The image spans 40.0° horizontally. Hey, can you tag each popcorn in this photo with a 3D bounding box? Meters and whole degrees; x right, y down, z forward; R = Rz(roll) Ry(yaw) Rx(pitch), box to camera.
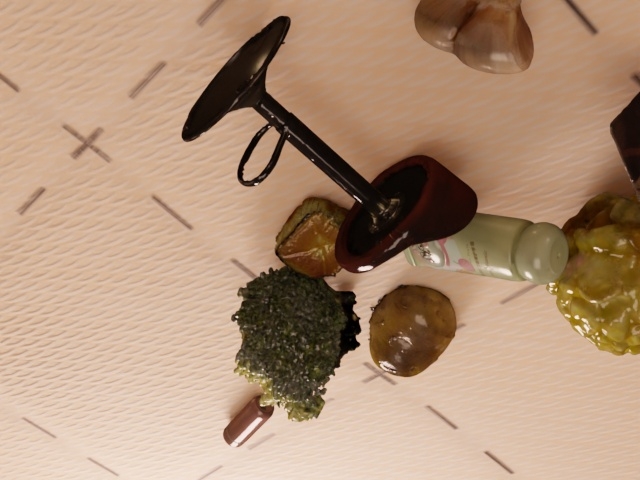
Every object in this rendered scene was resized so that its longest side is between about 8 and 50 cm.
[{"bbox_3d":[0.457,0.044,1.350,0.259,0.259,0.212,45,157,-24],"label":"popcorn"}]

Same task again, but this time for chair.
[{"bbox_3d":[0.021,-0.111,1.282,0.401,0.226,0.226,38,124,-21],"label":"chair"}]

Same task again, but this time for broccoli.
[{"bbox_3d":[-0.042,0.183,1.564,0.263,0.247,0.243,60,159,10],"label":"broccoli"}]

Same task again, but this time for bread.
[{"bbox_3d":[0.000,0.000,1.472,0.128,0.069,0.140,31,123,-17],"label":"bread"}]

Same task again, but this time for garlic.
[{"bbox_3d":[0.210,-0.286,1.187,0.174,0.124,0.099,24,150,23],"label":"garlic"}]

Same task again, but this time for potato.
[{"bbox_3d":[0.160,0.175,1.583,0.164,0.081,0.200,18,126,-5],"label":"potato"}]

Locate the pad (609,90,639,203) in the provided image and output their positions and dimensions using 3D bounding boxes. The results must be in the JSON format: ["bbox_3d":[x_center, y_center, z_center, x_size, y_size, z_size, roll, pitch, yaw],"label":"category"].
[{"bbox_3d":[0.525,-0.097,1.245,0.004,0.220,0.330,16,145,55],"label":"pad"}]

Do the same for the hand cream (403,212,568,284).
[{"bbox_3d":[0.237,0.002,1.379,0.305,0.093,0.147,10,137,44],"label":"hand cream"}]

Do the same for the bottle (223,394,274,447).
[{"bbox_3d":[-0.148,0.371,1.802,0.053,0.053,0.140,30,126,-15],"label":"bottle"}]
